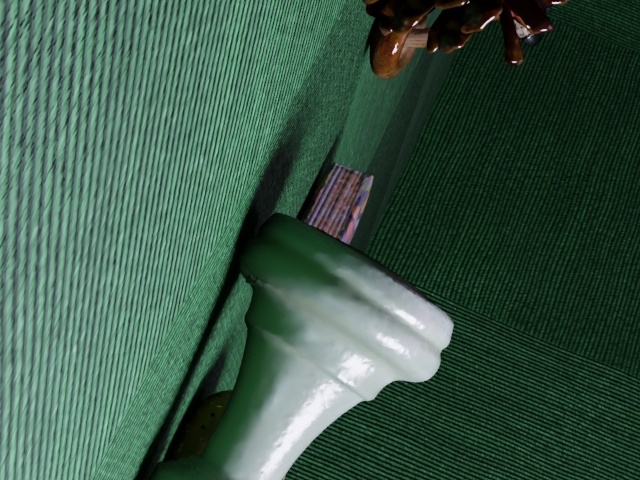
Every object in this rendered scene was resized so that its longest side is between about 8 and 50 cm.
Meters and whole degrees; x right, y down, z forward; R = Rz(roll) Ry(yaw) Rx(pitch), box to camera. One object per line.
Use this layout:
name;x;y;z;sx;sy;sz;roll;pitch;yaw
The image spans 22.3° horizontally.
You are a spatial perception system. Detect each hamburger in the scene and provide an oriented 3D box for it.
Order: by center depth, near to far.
hamburger;-0.091;0.217;1.532;0.177;0.113;0.185;98;7;-53

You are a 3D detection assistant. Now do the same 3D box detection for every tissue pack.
tissue pack;0.000;0.000;1.796;0.108;0.060;0.148;106;9;-55

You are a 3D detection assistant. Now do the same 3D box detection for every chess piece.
chess piece;-0.040;0.147;1.356;0.299;0.195;0.194;-58;175;-7

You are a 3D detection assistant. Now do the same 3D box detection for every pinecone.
pinecone;0.124;-0.237;1.199;0.229;0.201;0.202;-45;176;30

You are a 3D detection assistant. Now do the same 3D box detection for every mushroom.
mushroom;0.101;-0.227;1.713;0.130;0.072;0.088;-28;178;28

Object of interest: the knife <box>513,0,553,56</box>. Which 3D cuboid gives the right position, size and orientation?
knife;0.201;-0.353;1.640;0.089;0.043;0.365;54;31;-63
